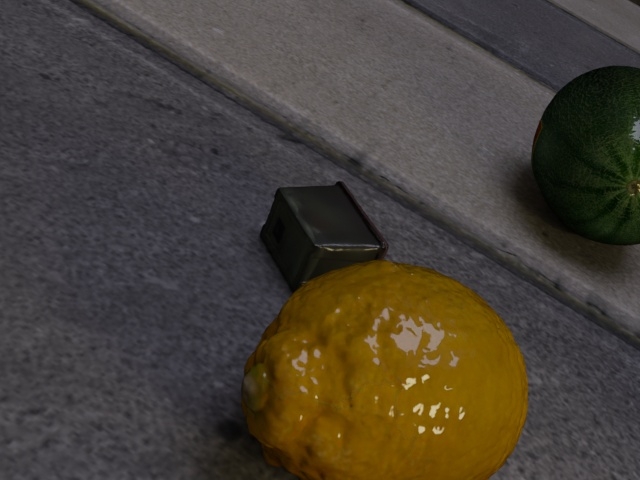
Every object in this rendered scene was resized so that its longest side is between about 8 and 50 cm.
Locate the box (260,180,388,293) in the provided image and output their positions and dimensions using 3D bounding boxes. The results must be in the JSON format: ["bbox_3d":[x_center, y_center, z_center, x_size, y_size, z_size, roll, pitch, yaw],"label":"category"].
[{"bbox_3d":[0.000,0.000,0.714,0.063,0.060,0.084,1,40,-34],"label":"box"}]

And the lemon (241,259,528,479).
[{"bbox_3d":[0.034,0.081,0.528,0.187,0.142,0.142,10,33,-39],"label":"lemon"}]

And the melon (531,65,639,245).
[{"bbox_3d":[0.327,-0.100,1.039,0.182,0.182,0.287,29,30,0],"label":"melon"}]
